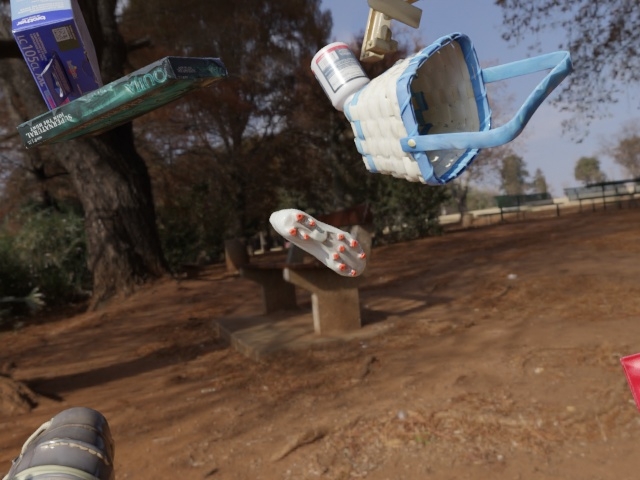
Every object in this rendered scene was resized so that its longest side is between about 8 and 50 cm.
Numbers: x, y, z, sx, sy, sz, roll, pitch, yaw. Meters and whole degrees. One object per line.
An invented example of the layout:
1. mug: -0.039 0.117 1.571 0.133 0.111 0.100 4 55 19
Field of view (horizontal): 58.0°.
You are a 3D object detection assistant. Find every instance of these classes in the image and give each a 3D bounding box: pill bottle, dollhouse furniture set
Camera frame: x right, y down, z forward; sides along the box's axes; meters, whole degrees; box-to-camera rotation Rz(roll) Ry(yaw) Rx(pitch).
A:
1. pill bottle: 0.063 -0.378 1.403 0.108 0.180 0.108 -26 -16 -8
2. dollhouse furniture set: 0.090 -0.415 1.027 0.123 0.144 0.151 12 0 -27

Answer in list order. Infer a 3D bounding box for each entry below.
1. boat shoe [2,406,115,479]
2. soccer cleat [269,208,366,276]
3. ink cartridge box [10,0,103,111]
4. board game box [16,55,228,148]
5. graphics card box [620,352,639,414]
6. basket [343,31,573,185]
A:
1. boat shoe: -0.303 0.308 0.647 0.132 0.130 0.355 29 -54 -19
2. soccer cleat: 0.000 0.000 0.988 0.196 0.068 0.076 33 -8 -32
3. ink cartridge box: -0.680 -0.505 1.504 0.151 0.395 0.270 -19 -39 -13
4. board game box: -0.202 -0.147 0.608 0.186 0.026 0.126 -17 11 19
5. graphics card box: 0.527 0.159 0.715 0.233 0.094 0.371 -25 -24 28
6. basket: 0.208 -0.207 0.888 0.289 0.201 0.255 -1 33 48
